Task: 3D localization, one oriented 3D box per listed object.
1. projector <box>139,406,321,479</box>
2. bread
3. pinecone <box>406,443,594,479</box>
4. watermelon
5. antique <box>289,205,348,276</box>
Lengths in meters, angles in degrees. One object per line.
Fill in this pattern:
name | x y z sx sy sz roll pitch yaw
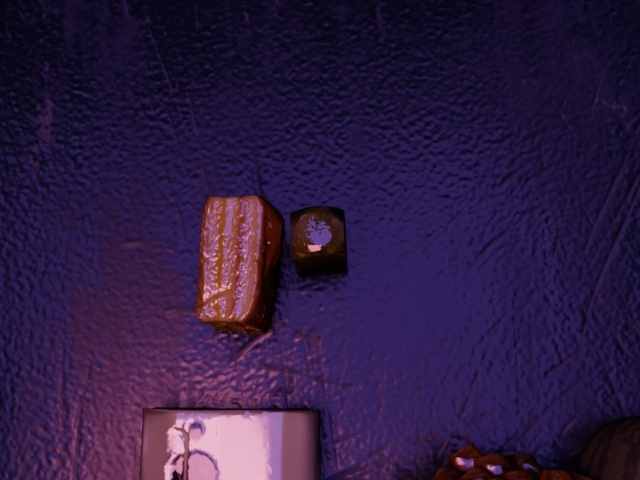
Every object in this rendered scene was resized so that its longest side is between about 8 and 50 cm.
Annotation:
projector | -0.124 0.358 1.572 0.248 0.248 0.249 1 82 0
bread | -0.111 0.040 1.627 0.110 0.234 0.184 5 82 3
pinecone | 0.242 0.497 1.512 0.384 0.384 0.385 0 81 0
watermelon | 0.459 0.354 1.594 0.212 0.212 0.212 0 81 0
antique | 0.000 0.000 1.639 0.081 0.221 0.080 -5 81 0
